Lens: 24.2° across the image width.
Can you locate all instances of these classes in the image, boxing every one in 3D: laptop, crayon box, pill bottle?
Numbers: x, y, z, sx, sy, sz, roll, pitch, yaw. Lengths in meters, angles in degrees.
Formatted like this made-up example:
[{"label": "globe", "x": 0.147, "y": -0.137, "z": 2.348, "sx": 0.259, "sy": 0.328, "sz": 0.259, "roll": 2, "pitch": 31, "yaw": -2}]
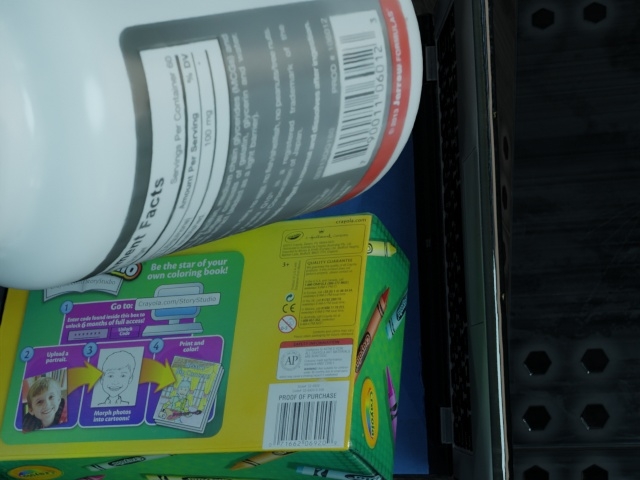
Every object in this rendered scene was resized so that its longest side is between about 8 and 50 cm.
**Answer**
[{"label": "laptop", "x": 0.000, "y": 0.000, "z": 1.156, "sx": 0.408, "sy": 0.236, "sz": 0.382, "roll": 99, "pitch": -11, "yaw": -85}, {"label": "crayon box", "x": -0.087, "y": 0.081, "z": 1.012, "sx": 0.081, "sy": 0.278, "sz": 0.165, "roll": 52, "pitch": 39, "yaw": -54}, {"label": "pill bottle", "x": -0.127, "y": -0.089, "z": 0.882, "sx": 0.363, "sy": 0.210, "sz": 0.210, "roll": -17, "pitch": 104, "yaw": -44}]
